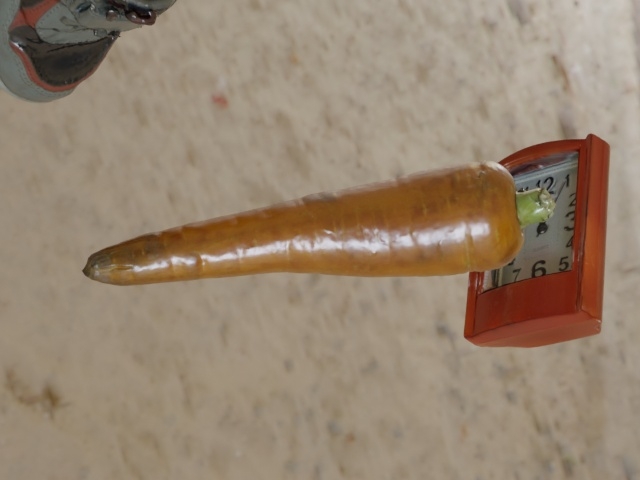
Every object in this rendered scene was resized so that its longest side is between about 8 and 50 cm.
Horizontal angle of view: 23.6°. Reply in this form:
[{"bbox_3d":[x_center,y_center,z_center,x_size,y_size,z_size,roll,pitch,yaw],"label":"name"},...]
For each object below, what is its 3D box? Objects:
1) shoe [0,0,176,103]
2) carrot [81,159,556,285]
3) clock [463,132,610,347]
[{"bbox_3d":[-0.110,-0.148,0.828,0.099,0.227,0.125,-18,55,-39],"label":"shoe"},{"bbox_3d":[0.000,0.000,0.832,0.061,0.257,0.061,171,-90,-88],"label":"carrot"},{"bbox_3d":[0.172,0.002,1.166,0.061,0.113,0.155,26,60,-38],"label":"clock"}]
